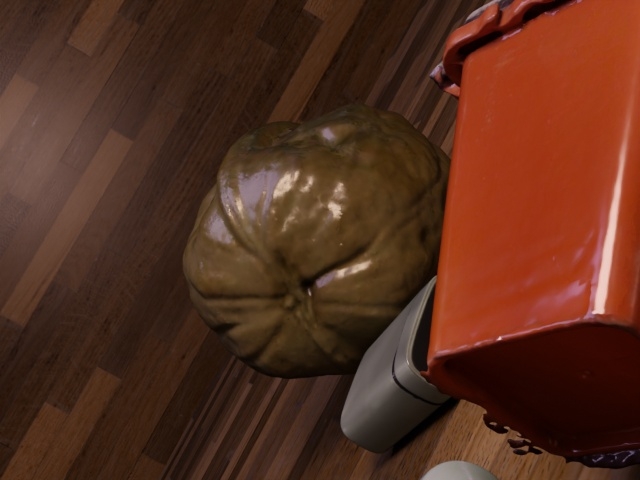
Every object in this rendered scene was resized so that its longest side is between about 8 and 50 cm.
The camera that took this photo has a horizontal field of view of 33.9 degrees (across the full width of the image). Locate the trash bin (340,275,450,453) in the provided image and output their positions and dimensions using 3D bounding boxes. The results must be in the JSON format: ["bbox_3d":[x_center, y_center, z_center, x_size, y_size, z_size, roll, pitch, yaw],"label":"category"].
[{"bbox_3d":[0.078,0.108,0.911,0.130,0.059,0.116,-53,8,48],"label":"trash bin"}]

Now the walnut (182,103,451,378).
[{"bbox_3d":[0.001,-0.001,1.081,0.282,0.253,0.277,-57,7,36],"label":"walnut"}]

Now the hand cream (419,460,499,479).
[{"bbox_3d":[0.040,0.251,0.718,0.320,0.067,0.109,117,176,-46],"label":"hand cream"}]

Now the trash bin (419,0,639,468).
[{"bbox_3d":[0.137,-0.018,0.541,0.184,0.161,0.238,-20,43,47],"label":"trash bin"}]
